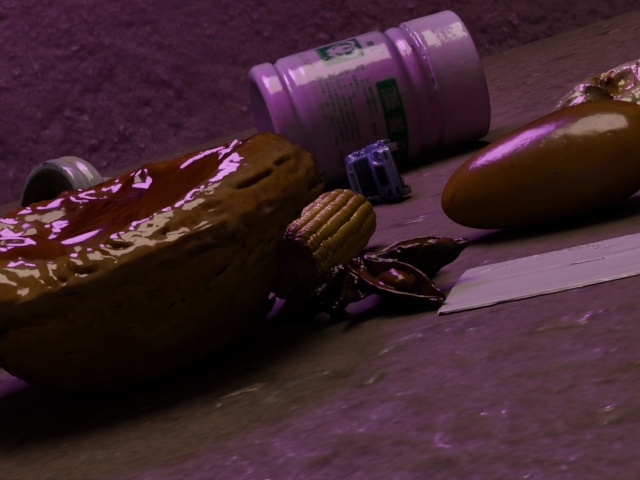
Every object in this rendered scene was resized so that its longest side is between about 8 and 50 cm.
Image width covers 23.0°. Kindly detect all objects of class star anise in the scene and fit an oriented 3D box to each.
[{"bbox_3d":[0.067,0.033,1.478,0.157,0.053,0.212,-10,9,41],"label":"star anise"}]

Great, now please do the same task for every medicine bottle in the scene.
[{"bbox_3d":[0.072,-0.206,2.369,0.325,0.212,0.212,-17,10,-10],"label":"medicine bottle"}]

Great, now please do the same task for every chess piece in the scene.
[{"bbox_3d":[-0.271,-0.042,2.265,0.298,0.176,0.175,-7,1,-43],"label":"chess piece"}]

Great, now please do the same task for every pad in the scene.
[{"bbox_3d":[0.227,0.023,1.421,0.232,0.004,0.156,-13,10,18],"label":"pad"}]

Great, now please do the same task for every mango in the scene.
[{"bbox_3d":[0.243,-0.074,1.641,0.253,0.113,0.138,-19,11,25],"label":"mango"}]

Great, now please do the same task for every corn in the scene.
[{"bbox_3d":[0.000,0.000,1.701,0.081,0.081,0.248,-13,10,20],"label":"corn"}]

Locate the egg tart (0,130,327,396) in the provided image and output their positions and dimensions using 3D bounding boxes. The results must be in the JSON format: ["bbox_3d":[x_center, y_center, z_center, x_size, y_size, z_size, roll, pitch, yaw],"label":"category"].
[{"bbox_3d":[-0.190,0.033,1.507,0.443,0.178,0.443,-19,9,3],"label":"egg tart"}]

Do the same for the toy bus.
[{"bbox_3d":[0.074,-0.091,2.127,0.076,0.073,0.167,-19,6,1],"label":"toy bus"}]

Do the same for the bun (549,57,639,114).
[{"bbox_3d":[0.353,-0.144,1.803,0.222,0.128,0.222,-13,10,2],"label":"bun"}]
